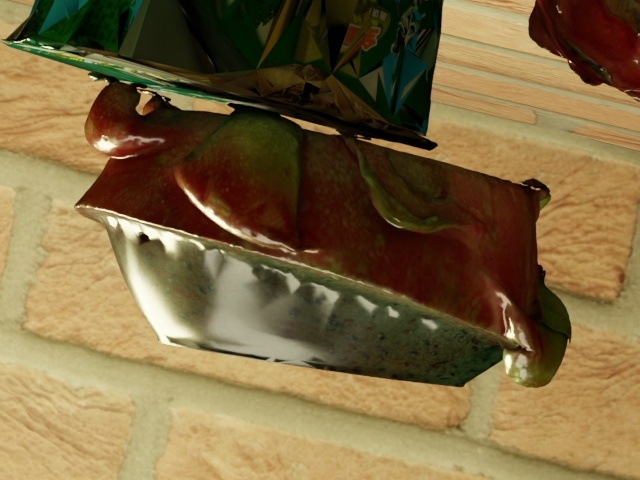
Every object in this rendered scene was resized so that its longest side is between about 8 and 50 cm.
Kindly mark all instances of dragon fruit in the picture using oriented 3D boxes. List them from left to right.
[{"bbox_3d":[0.000,0.000,1.028,0.268,0.130,0.295,8,178,31],"label":"dragon fruit"},{"bbox_3d":[0.176,-0.143,1.020,0.136,0.133,0.166,-29,-170,-10],"label":"dragon fruit"}]

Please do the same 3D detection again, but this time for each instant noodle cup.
[{"bbox_3d":[-0.031,-0.158,1.007,0.240,0.178,0.240,12,-179,0],"label":"instant noodle cup"}]
